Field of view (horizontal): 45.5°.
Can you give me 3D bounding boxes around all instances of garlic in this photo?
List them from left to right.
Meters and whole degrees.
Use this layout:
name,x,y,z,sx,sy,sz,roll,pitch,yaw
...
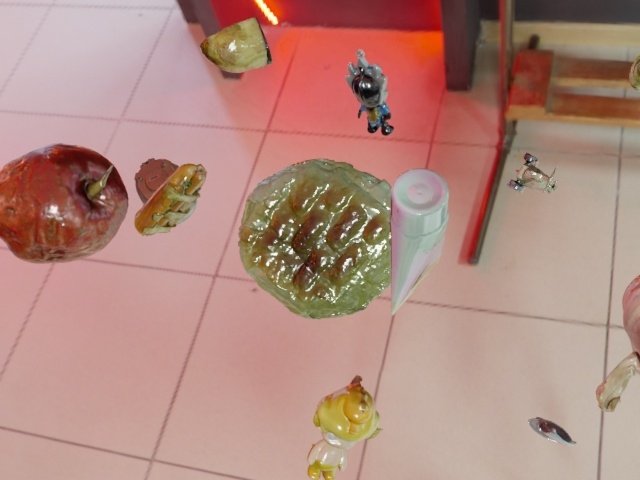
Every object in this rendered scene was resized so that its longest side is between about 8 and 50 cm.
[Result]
name,x,y,z,sx,sy,sz,roll,pitch,yaw
garlic,0.551,0.191,1.235,0.253,0.245,0.245,-39,56,10

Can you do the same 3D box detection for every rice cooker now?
name,x,y,z,sx,sy,sz,roll,pitch,yaw
rice cooker,-0.415,-0.132,2.040,0.145,0.127,0.206,-32,56,-4

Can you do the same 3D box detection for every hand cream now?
name,x,y,z,sx,sy,sz,roll,pitch,yaw
hand cream,0.087,0.003,0.677,0.047,0.174,0.076,36,69,23

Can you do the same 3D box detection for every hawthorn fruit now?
name,x,y,z,sx,sy,sz,roll,pitch,yaw
hawthorn fruit,-0.515,-0.070,1.507,0.262,0.258,0.258,24,67,31

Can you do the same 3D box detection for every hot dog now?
name,x,y,z,sx,sy,sz,roll,pitch,yaw
hot dog,-0.351,-0.093,1.815,0.269,0.109,0.072,-42,69,34

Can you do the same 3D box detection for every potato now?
name,x,y,z,sx,sy,sz,roll,pitch,yaw
potato,-0.139,-0.307,1.259,0.103,0.096,0.066,-23,77,-7

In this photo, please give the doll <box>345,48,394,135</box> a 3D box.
name,x,y,z,sx,sy,sz,roll,pitch,yaw
doll,0.102,-0.302,1.563,0.096,0.195,0.070,11,48,33

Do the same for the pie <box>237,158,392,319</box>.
name,x,y,z,sx,sy,sz,roll,pitch,yaw
pie,0.000,0.000,1.323,0.307,0.071,0.306,2,97,13

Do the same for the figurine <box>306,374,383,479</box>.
name,x,y,z,sx,sy,sz,roll,pitch,yaw
figurine,0.043,0.399,1.603,0.156,0.246,0.131,19,21,-19

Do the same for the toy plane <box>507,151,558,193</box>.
name,x,y,z,sx,sy,sz,roll,pitch,yaw
toy plane,0.497,-0.143,1.757,0.108,0.286,0.092,30,98,12

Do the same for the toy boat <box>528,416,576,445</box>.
name,x,y,z,sx,sy,sz,roll,pitch,yaw
toy boat,0.436,0.361,1.411,0.096,0.122,0.034,25,89,7

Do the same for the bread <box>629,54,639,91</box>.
name,x,y,z,sx,sy,sz,roll,pitch,yaw
bread,0.640,-0.324,1.414,0.139,0.130,0.071,-19,82,10
